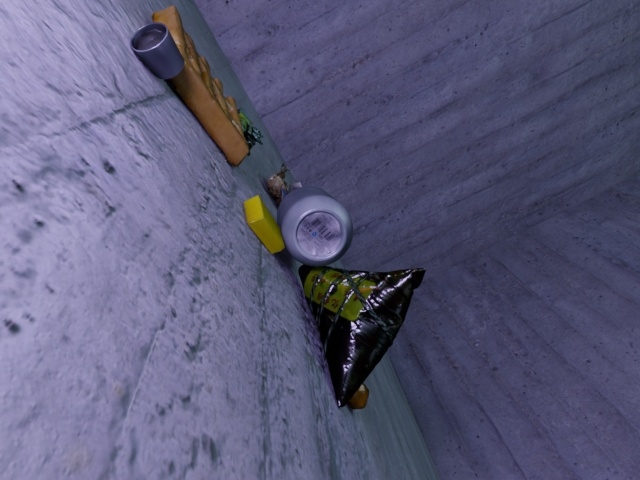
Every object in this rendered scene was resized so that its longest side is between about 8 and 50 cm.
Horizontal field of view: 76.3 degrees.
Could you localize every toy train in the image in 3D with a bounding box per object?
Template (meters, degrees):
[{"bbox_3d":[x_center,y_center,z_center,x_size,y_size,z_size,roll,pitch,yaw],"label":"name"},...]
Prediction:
[{"bbox_3d":[-0.270,-0.381,1.431,0.132,0.083,0.200,48,10,-25],"label":"toy train"}]

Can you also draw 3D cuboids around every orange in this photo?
[{"bbox_3d":[0.092,0.384,1.025,0.086,0.062,0.086,62,7,-14],"label":"orange"}]

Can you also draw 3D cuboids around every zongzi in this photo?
[{"bbox_3d":[0.078,0.236,1.057,0.319,0.362,0.383,38,-21,-18],"label":"zongzi"}]

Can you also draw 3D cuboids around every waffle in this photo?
[{"bbox_3d":[-0.308,-0.397,1.072,0.348,0.078,0.304,57,8,-51],"label":"waffle"}]

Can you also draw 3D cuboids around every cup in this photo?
[{"bbox_3d":[-0.328,-0.378,0.812,0.100,0.078,0.077,31,-14,23],"label":"cup"},{"bbox_3d":[-0.023,-0.047,1.198,0.205,0.206,0.312,61,0,-13],"label":"cup"}]

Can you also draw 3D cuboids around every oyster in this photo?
[{"bbox_3d":[-0.148,-0.184,1.593,0.214,0.084,0.222,-88,168,-64],"label":"oyster"}]

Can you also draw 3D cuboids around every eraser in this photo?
[{"bbox_3d":[-0.141,-0.038,1.024,0.122,0.045,0.097,60,5,-43],"label":"eraser"}]

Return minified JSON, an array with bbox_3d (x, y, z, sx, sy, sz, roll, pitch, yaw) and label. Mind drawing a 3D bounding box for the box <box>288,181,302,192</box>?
[{"bbox_3d":[-0.078,-0.113,1.751,0.149,0.067,0.233,98,-30,-62],"label":"box"}]
